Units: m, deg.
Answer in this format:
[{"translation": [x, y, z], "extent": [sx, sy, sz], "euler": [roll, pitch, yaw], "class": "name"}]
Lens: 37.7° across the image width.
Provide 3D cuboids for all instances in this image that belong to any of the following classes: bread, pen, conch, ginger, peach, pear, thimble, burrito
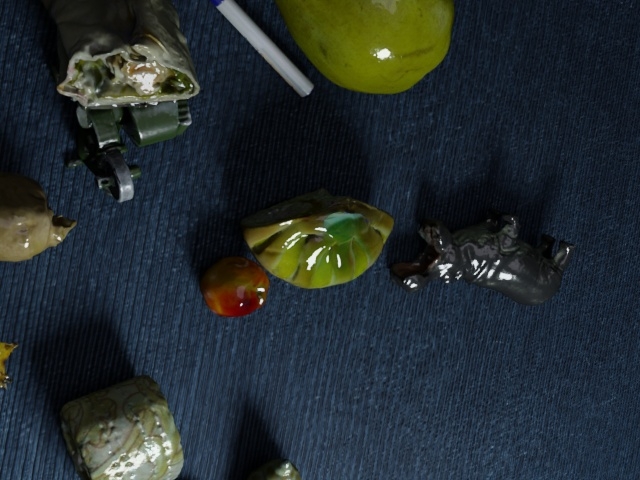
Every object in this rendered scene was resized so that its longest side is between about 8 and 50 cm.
[{"translation": [0.012, 0.004, 1.518], "extent": [0.261, 0.158, 0.156], "euler": [-21, 108, -22], "class": "bread"}, {"translation": [-0.105, -0.328, 1.490], "extent": [0.269, 0.033, 0.033], "euler": [44, 75, -25], "class": "pen"}, {"translation": [-0.073, 0.431, 1.541], "extent": [0.116, 0.106, 0.173], "euler": [9, 87, -54], "class": "conch"}, {"translation": [-0.474, -0.027, 1.274], "extent": [0.267, 0.138, 0.152], "euler": [-14, 116, -13], "class": "ginger"}, {"translation": [-0.138, 0.072, 1.483], "extent": [0.101, 0.101, 0.100], "euler": [-3, 97, -27], "class": "peach"}, {"translation": [0.064, -0.373, 1.460], "extent": [0.307, 0.253, 0.253], "euler": [38, 78, -14], "class": "pear"}, {"translation": [-0.294, 0.305, 1.402], "extent": [0.143, 0.137, 0.190], "euler": [-23, 120, -26], "class": "thimble"}, {"translation": [-0.293, -0.337, 1.260], "extent": [0.190, 0.135, 0.332], "euler": [-14, 66, -17], "class": "burrito"}]

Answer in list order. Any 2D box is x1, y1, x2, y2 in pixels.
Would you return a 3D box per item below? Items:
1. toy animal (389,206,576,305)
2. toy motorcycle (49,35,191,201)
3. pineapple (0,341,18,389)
[{"translation": [0.292, 0.024, 1.695], "extent": [0.343, 0.106, 0.168], "euler": [8, 99, -22], "class": "toy animal"}, {"translation": [-0.279, -0.203, 1.368], "extent": [0.205, 0.127, 0.275], "euler": [-19, 97, -26], "class": "toy motorcycle"}, {"translation": [-0.537, 0.142, 1.262], "extent": [0.233, 0.135, 0.079], "euler": [39, 53, -52], "class": "pineapple"}]
